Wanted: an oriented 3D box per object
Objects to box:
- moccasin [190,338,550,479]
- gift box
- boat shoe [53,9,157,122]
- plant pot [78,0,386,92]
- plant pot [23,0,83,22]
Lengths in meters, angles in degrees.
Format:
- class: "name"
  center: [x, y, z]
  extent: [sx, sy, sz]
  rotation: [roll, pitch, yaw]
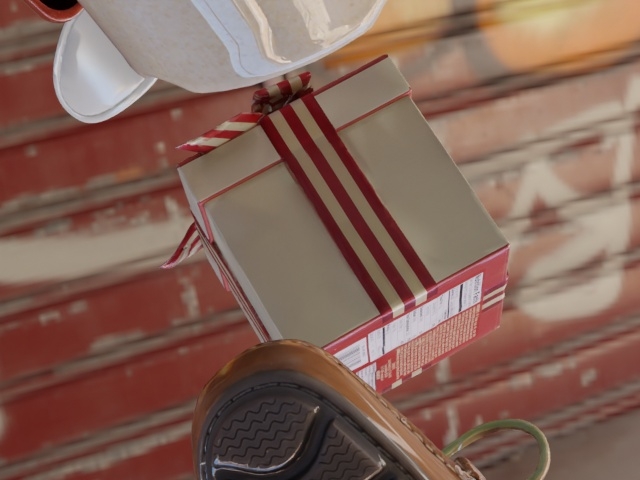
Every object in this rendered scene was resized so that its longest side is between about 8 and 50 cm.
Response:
- class: "moccasin"
  center: [0.074, 0.181, 0.807]
  extent: [0.139, 0.380, 0.147]
  rotation: [-36, -153, 23]
- class: "gift box"
  center: [0.000, 0.000, 1.481]
  extent: [0.276, 0.258, 0.255]
  rotation: [-26, 157, -12]
- class: "boat shoe"
  center: [-0.171, -0.256, 1.646]
  extent: [0.116, 0.319, 0.099]
  rotation: [37, -152, 6]
- class: "plant pot"
  center: [-0.079, -0.266, 0.886]
  extent: [0.334, 0.305, 0.333]
  rotation: [-19, -142, 15]
- class: "plant pot"
  center: [-0.225, -0.337, 1.277]
  extent: [0.267, 0.267, 0.236]
  rotation: [-49, -172, -9]
